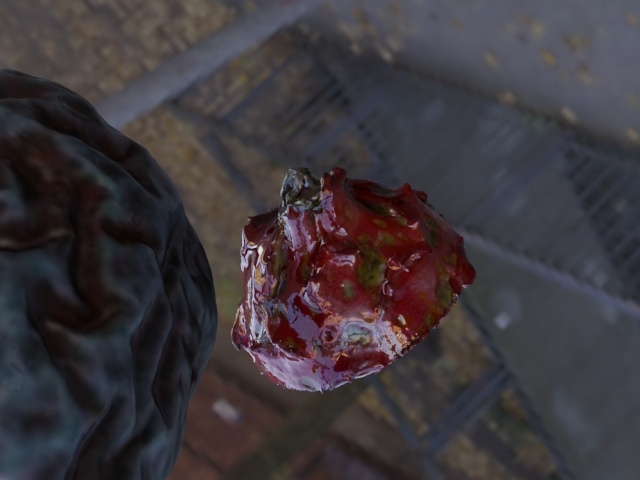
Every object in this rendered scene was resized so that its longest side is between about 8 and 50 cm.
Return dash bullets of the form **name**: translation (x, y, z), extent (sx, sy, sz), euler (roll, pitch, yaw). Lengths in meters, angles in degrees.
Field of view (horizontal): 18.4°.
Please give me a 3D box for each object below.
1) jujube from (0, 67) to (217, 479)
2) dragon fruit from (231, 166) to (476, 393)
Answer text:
- **jujube**: translation (-0.166, 0.057, 0.923), extent (0.226, 0.317, 0.226), euler (6, 123, 10)
- **dragon fruit**: translation (0.000, 0.000, 1.158), extent (0.153, 0.153, 0.111), euler (21, 145, 55)
